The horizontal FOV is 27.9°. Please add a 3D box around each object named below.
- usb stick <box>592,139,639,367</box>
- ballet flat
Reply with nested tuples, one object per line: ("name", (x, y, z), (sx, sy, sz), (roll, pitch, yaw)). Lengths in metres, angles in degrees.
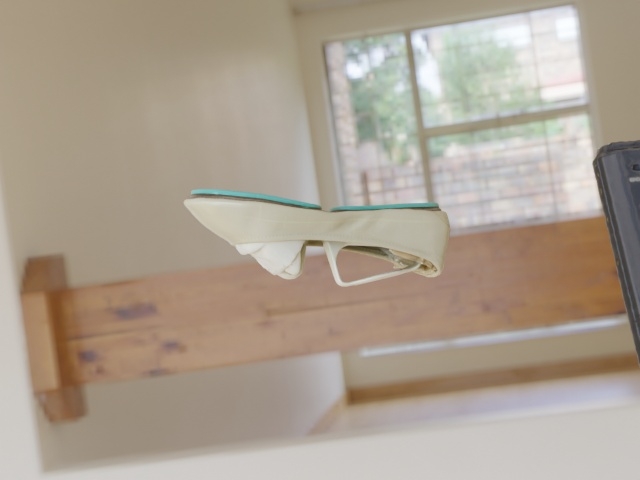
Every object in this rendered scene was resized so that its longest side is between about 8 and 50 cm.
("usb stick", (0.349, 0.026, 1.353), (0.077, 0.278, 0.045), (-8, -19, -3))
("ballet flat", (0.000, 0.000, 1.158), (0.248, 0.086, 0.086), (3, -3, -14))
